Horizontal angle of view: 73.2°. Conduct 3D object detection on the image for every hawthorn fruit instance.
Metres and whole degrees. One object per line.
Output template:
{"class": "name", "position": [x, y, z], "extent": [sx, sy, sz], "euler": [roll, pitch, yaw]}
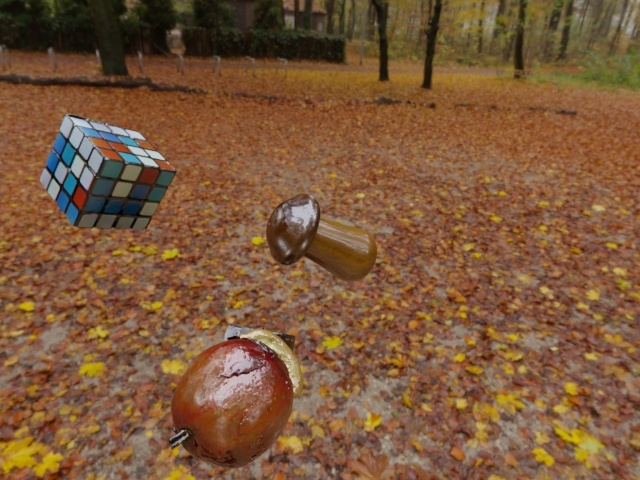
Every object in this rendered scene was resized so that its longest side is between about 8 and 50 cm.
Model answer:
{"class": "hawthorn fruit", "position": [-0.209, 0.394, 1.048], "extent": [0.316, 0.316, 0.316], "euler": [4, 25, -2]}

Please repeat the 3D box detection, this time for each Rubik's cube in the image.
{"class": "Rubik's cube", "position": [-0.405, -0.125, 0.824], "extent": [0.155, 0.151, 0.154], "euler": [44, 19, 24]}

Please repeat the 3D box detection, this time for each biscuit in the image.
{"class": "biscuit", "position": [-0.158, 0.368, 1.278], "extent": [0.260, 0.041, 0.203], "euler": [37, 41, 18]}

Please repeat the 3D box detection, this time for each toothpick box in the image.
{"class": "toothpick box", "position": [0.000, 0.000, 1.139], "extent": [0.294, 0.192, 0.192], "euler": [23, 14, -31]}

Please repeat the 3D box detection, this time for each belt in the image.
{"class": "belt", "position": [-0.233, 0.393, 1.553], "extent": [0.289, 0.164, 0.184], "euler": [1, -13, 34]}
